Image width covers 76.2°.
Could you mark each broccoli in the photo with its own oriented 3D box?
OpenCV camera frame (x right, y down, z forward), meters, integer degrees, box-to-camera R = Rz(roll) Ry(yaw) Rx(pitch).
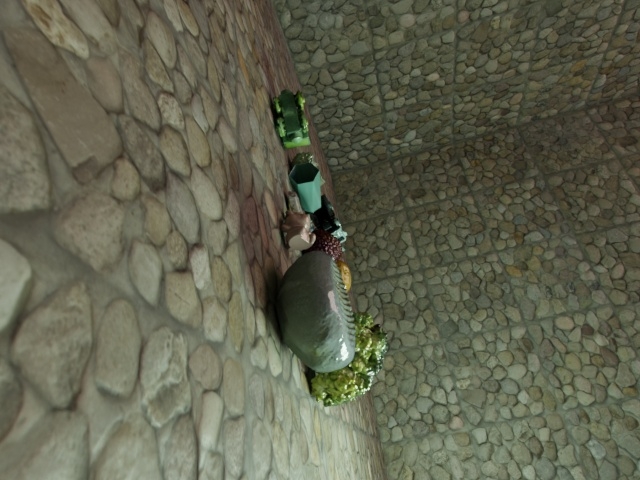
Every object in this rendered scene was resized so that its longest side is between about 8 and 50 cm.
[{"bbox_3d":[0.056,0.403,1.454,0.281,0.348,0.293,43,-26,-14],"label":"broccoli"}]

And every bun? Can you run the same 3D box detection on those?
[{"bbox_3d":[-0.016,0.208,1.231,0.362,0.211,0.363,-13,90,-79],"label":"bun"}]

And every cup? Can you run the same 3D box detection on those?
[{"bbox_3d":[-0.057,-0.248,1.995,0.148,0.134,0.236,48,-15,35],"label":"cup"}]

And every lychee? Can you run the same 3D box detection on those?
[{"bbox_3d":[0.002,0.040,1.815,0.188,0.187,0.189,-14,90,-82],"label":"lychee"}]

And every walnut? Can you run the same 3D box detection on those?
[{"bbox_3d":[0.085,0.199,2.166,0.159,0.158,0.207,63,19,-59],"label":"walnut"}]

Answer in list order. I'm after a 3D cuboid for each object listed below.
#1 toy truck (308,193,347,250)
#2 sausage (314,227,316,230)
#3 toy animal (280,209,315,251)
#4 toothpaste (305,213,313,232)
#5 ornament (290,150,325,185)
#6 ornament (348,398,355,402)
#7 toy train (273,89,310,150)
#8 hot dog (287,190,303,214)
[{"bbox_3d":[0.046,-0.075,2.143,0.184,0.132,0.339,54,9,-44],"label":"toy truck"},{"bbox_3d":[0.000,0.000,2.198,0.234,0.071,0.071,-96,169,-48],"label":"sausage"},{"bbox_3d":[-0.092,-0.064,1.534,0.124,0.124,0.213,68,5,-47],"label":"toy animal"},{"bbox_3d":[-0.047,-0.031,2.064,0.062,0.037,0.217,-92,172,-72],"label":"toothpaste"},{"bbox_3d":[-0.070,-0.356,2.112,0.121,0.130,0.285,53,-1,20],"label":"ornament"},{"bbox_3d":[0.133,0.658,2.074,0.245,0.061,0.231,-54,128,-78],"label":"ornament"},{"bbox_3d":[-0.135,-0.573,1.932,0.188,0.158,0.272,71,6,-75],"label":"toy train"},{"bbox_3d":[-0.106,-0.120,1.738,0.099,0.053,0.192,-45,119,-82],"label":"hot dog"}]
